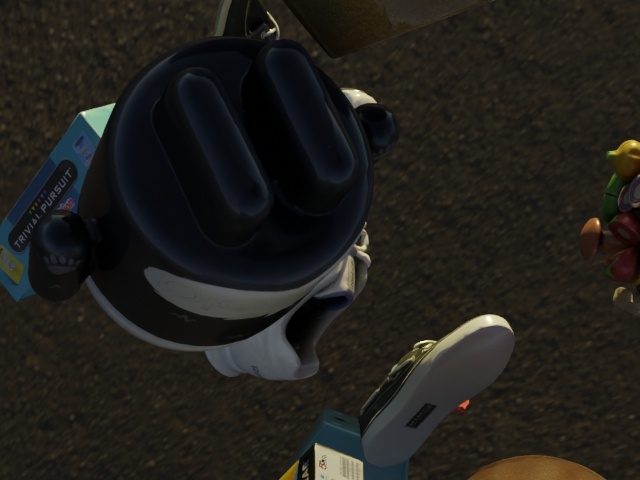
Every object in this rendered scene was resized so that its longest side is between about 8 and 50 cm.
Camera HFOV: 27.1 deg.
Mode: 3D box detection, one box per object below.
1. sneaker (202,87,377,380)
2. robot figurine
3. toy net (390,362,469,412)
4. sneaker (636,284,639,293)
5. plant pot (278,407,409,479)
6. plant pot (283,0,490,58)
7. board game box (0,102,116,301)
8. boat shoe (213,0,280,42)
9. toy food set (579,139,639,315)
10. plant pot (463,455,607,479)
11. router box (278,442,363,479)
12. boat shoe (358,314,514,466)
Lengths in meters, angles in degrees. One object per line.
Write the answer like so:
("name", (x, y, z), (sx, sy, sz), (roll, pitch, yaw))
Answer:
("sneaker", (0.000, 0.000, 1.238), (0.111, 0.129, 0.297), (28, 80, -47))
("robot figurine", (-0.069, -0.028, 0.866), (0.209, 0.278, 0.173), (17, 68, -11))
("toy net", (0.132, 0.239, 1.850), (0.122, 0.045, 0.232), (27, 31, 9))
("sneaker", (0.523, 0.050, 2.024), (0.058, 0.152, 0.084), (38, 77, 17))
("plant pot", (0.014, 0.325, 1.532), (0.165, 0.166, 0.234), (20, 92, 1))
("plant pot", (0.019, -0.253, 0.826), (0.237, 0.237, 0.254), (-24, 98, -24))
("board game box", (-0.209, -0.076, 1.579), (0.079, 0.254, 0.336), (50, 35, 10))
("boat shoe", (-0.076, -0.227, 1.419), (0.079, 0.233, 0.084), (11, 56, -3))
("toy food set", (0.344, -0.022, 1.525), (0.071, 0.128, 0.218), (10, 101, -2))
("plant pot", (0.173, 0.296, 1.113), (0.215, 0.230, 0.215), (-1, 84, 14))
("router box", (-0.020, 0.251, 0.917), (0.046, 0.133, 0.179), (24, 37, -21))
("boat shoe", (0.108, 0.138, 1.345), (0.078, 0.219, 0.070), (23, 34, -31))
